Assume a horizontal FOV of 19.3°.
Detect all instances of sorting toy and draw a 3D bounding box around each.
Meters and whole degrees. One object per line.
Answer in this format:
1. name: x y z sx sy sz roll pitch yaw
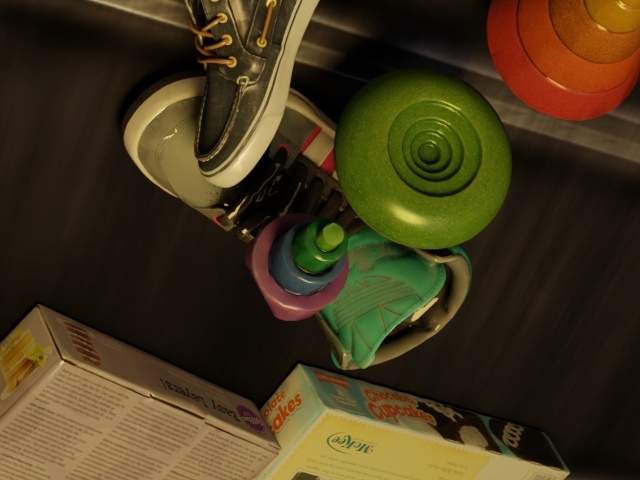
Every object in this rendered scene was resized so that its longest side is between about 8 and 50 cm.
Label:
1. sorting toy: 0.103 -0.083 1.239 0.365 0.127 0.126 -40 -179 -22

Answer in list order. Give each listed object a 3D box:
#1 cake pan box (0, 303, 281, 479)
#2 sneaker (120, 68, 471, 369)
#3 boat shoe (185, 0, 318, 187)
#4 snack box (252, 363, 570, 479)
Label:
1. cake pan box: -0.196 0.190 1.468 0.246 0.070 0.267 -44 137 17
2. sneaker: 0.000 0.000 1.315 0.295 0.178 0.124 23 115 -42
3. boat shoe: -0.060 -0.131 1.209 0.083 0.065 0.183 22 86 -36
4. snack box: 0.051 0.222 1.651 0.322 0.060 0.187 20 118 -42
